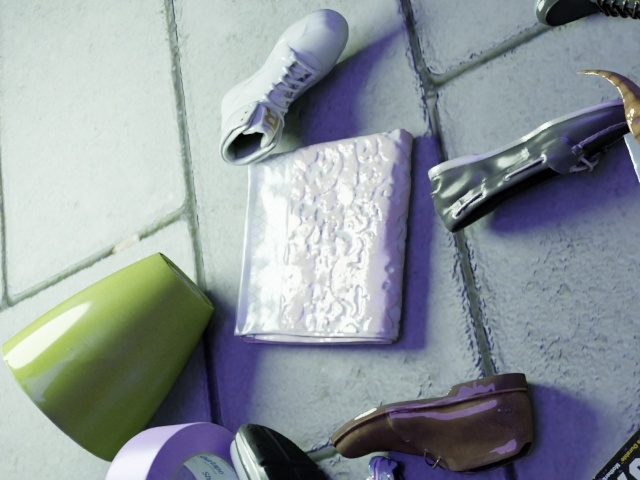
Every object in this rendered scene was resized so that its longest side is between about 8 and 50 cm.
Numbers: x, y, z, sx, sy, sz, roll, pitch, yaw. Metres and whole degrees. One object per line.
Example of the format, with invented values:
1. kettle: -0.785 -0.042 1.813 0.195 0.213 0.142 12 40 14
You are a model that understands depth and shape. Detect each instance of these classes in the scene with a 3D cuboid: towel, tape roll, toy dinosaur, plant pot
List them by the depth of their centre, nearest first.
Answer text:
1. toy dinosaur: 0.398 -0.161 1.373 0.112 0.064 0.211 -29 64 20
2. tape roll: -0.198 0.410 1.654 0.090 0.275 0.275 -13 68 34
3. towel: 0.000 0.000 1.774 0.317 0.053 0.332 -5 74 37
4. plant pot: -0.327 0.168 1.868 0.293 0.275 0.275 -44 52 -2

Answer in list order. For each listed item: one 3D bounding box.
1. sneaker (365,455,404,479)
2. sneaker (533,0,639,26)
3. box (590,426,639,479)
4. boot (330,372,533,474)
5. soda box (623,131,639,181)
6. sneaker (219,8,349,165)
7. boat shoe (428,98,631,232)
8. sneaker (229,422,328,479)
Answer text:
1. sneaker: 0.095 0.359 1.595 0.069 0.038 0.098 2 78 39
2. sneaker: 0.404 -0.332 1.540 0.222 0.083 0.118 -27 62 28
3. box: 0.387 0.397 1.291 0.322 0.079 0.257 -47 50 1
4. boot: 0.149 0.274 1.541 0.305 0.112 0.115 -20 72 29
5. soda box: 0.474 -0.018 1.381 0.098 0.091 0.286 -26 61 29
6. sneaker: -0.059 -0.235 1.828 0.292 0.108 0.169 -41 31 32
7. boat shoe: 0.300 -0.099 1.542 0.335 0.112 0.095 -21 77 37
8. sneaker: -0.070 0.496 1.596 0.257 0.169 0.447 -44 56 17
